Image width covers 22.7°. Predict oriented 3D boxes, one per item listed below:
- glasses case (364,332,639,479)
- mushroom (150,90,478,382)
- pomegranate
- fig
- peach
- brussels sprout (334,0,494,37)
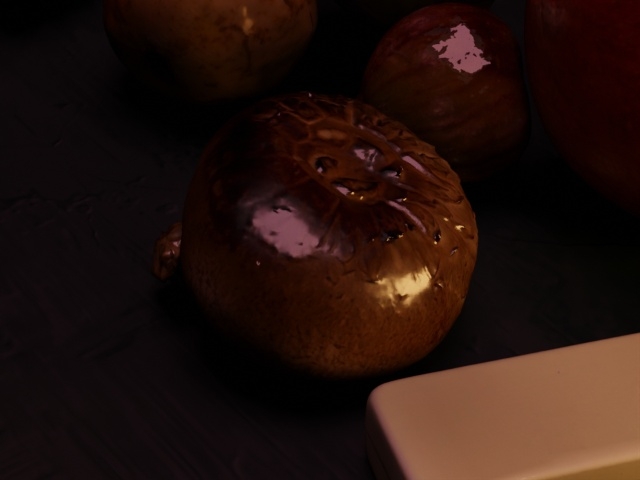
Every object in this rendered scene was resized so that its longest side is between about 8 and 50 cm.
[{"bbox_3d":[0.197,0.149,1.226,0.312,0.070,0.131,-10,40,-16],"label":"glasses case"},{"bbox_3d":[-0.004,-0.011,1.341,0.278,0.163,0.297,3,40,-1],"label":"mushroom"},{"bbox_3d":[-0.106,-0.242,1.581,0.215,0.215,0.215,2,38,-1],"label":"pomegranate"},{"bbox_3d":[0.095,-0.135,1.520,0.207,0.175,0.175,-12,36,13],"label":"fig"},{"bbox_3d":[0.375,-0.173,1.392,0.388,0.388,0.388,2,38,-1],"label":"peach"},{"bbox_3d":[0.082,-0.329,1.606,0.273,0.317,0.243,2,45,52],"label":"brussels sprout"}]
